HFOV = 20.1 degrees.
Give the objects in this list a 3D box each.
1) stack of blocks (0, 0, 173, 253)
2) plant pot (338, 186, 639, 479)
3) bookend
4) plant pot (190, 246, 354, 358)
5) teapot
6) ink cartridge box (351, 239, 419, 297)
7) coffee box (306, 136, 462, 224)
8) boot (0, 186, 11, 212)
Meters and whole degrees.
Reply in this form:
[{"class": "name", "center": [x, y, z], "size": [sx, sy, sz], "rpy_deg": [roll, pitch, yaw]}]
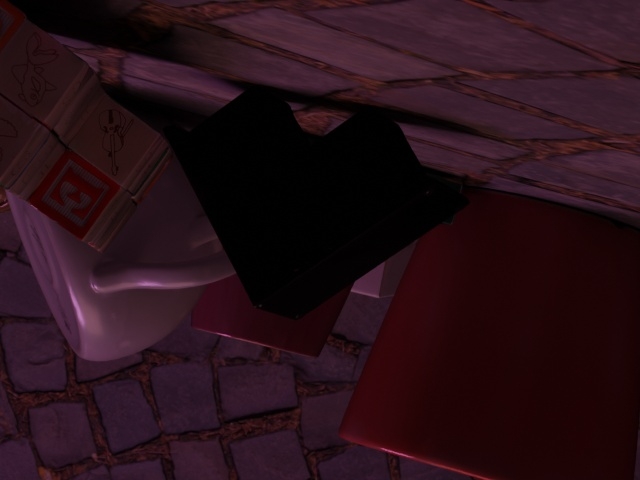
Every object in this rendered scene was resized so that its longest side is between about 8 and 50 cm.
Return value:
[{"class": "stack of blocks", "center": [-0.192, -0.082, 1.142], "size": [0.171, 0.087, 0.297], "rpy_deg": [36, 176, 1]}, {"class": "plant pot", "center": [0.174, 0.092, 1.610], "size": [0.274, 0.243, 0.275], "rpy_deg": [15, 177, 1]}, {"class": "bookend", "center": [-0.005, -0.052, 1.282], "size": [0.157, 0.156, 0.072], "rpy_deg": [61, -164, 21]}, {"class": "plant pot", "center": [-0.042, 0.013, 1.749], "size": [0.201, 0.180, 0.201], "rpy_deg": [14, 176, 1]}, {"class": "teapot", "center": [-0.164, -0.024, 1.598], "size": [0.187, 0.256, 0.252], "rpy_deg": [-21, 160, -14]}, {"class": "ink cartridge box", "center": [0.000, 0.000, 1.992], "size": [0.203, 0.086, 0.148], "rpy_deg": [14, -174, 17]}, {"class": "coffee box", "center": [0.018, -0.056, 1.543], "size": [0.184, 0.040, 0.113], "rpy_deg": [16, 177, -14]}, {"class": "boot", "center": [-0.448, -0.119, 1.802], "size": [0.236, 0.089, 0.269], "rpy_deg": [27, -176, 36]}]
